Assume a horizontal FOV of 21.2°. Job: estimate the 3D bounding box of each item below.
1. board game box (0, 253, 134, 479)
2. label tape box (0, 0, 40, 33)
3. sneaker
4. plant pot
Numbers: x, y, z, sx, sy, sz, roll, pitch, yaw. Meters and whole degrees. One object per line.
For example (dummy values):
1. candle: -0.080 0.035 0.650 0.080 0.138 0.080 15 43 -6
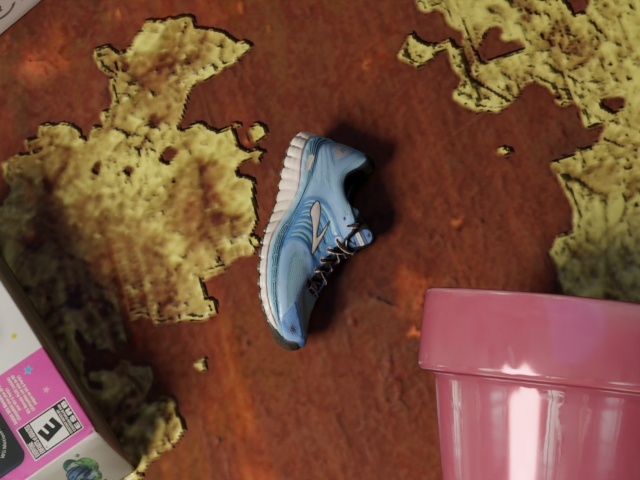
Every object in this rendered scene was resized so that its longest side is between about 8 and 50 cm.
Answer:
1. board game box: -0.320 0.147 1.187 0.303 0.097 0.224 -35 67 -3
2. label tape box: -0.329 -0.207 1.247 0.334 0.240 0.106 -40 69 -5
3. sneaker: 0.000 0.000 1.202 0.073 0.063 0.162 9 71 10
4. plant pot: 0.155 0.128 1.063 0.201 0.201 0.180 6 85 13
